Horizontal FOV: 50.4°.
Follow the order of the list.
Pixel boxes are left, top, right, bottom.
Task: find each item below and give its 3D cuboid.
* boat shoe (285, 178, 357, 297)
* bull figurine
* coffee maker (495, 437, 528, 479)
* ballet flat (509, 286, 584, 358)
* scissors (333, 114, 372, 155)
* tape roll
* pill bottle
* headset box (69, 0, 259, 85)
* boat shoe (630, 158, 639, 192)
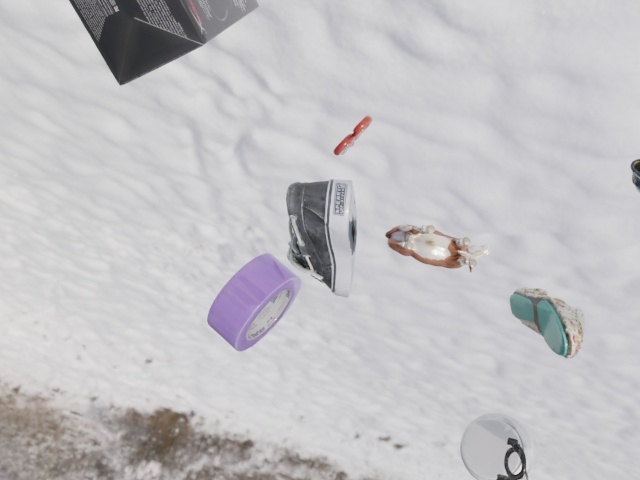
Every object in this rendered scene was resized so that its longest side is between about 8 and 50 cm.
[{"bbox_3d":[-0.001,0.004,1.031,0.105,0.113,0.306,5,160,7],"label":"boat shoe"},{"bbox_3d":[0.336,0.021,1.894,0.311,0.101,0.188,11,174,-7],"label":"bull figurine"},{"bbox_3d":[0.315,0.359,0.857,0.179,0.171,0.120,10,-166,-9],"label":"coffee maker"},{"bbox_3d":[0.393,0.125,1.139,0.077,0.091,0.241,-7,-166,-4],"label":"ballet flat"},{"bbox_3d":[0.078,-0.227,1.524,0.021,0.109,0.297,43,-173,1],"label":"scissors"},{"bbox_3d":[-0.129,0.122,1.340,0.080,0.189,0.189,39,168,17],"label":"tape roll"},{"bbox_3d":[0.329,0.387,1.257,0.131,0.131,0.229,13,168,25],"label":"pill bottle"},{"bbox_3d":[-0.185,-0.326,0.767,0.110,0.293,0.218,-20,113,18],"label":"headset box"},{"bbox_3d":[0.785,-0.118,1.464,0.079,0.095,0.254,43,180,-38],"label":"boat shoe"}]
